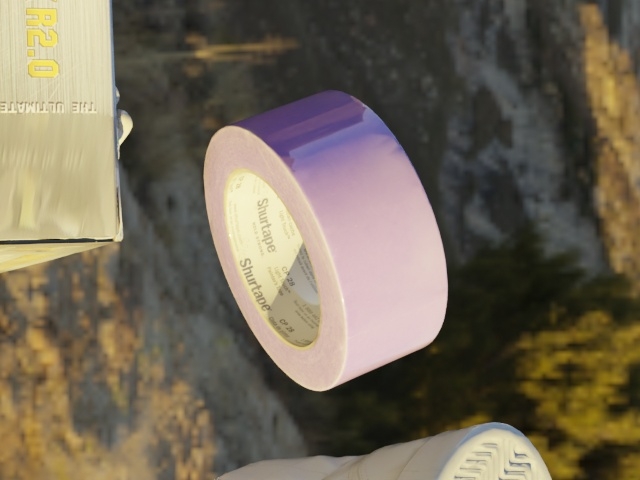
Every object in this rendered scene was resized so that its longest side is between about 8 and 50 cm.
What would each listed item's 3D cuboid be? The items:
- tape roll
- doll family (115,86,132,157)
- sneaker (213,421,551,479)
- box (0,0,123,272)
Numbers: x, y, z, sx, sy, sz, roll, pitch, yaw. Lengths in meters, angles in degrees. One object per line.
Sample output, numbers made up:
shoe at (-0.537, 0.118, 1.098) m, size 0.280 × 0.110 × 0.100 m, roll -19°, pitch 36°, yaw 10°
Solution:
tape roll at (0.000, 0.000, 1.080) m, size 0.189 × 0.080 × 0.189 m, roll 45°, pitch -34°, yaw 42°
doll family at (-0.215, -0.124, 1.111) m, size 0.263 × 0.118 × 0.163 m, roll 62°, pitch 19°, yaw 2°
sneaker at (-0.037, 0.191, 0.643) m, size 0.292 × 0.169 × 0.108 m, roll -45°, pitch 112°, yaw -41°
box at (-0.123, -0.081, 0.546) m, size 0.231 × 0.056 × 0.183 m, roll 168°, pitch -81°, yaw -69°
